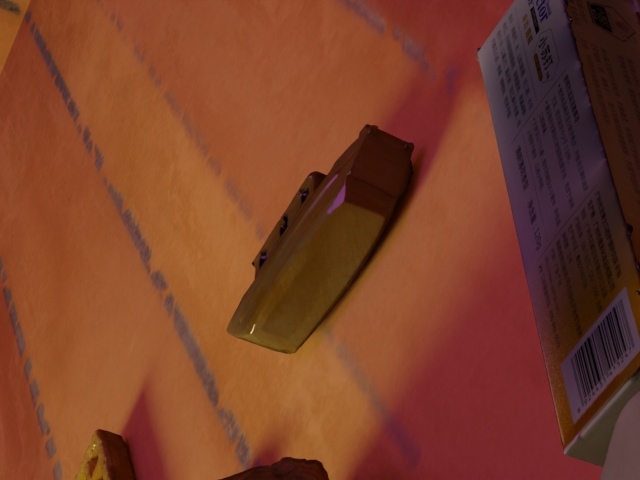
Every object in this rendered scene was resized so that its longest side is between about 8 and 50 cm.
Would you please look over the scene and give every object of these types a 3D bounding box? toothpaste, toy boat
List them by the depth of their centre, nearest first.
[{"bbox_3d":[0.141,-0.024,0.933,0.089,0.071,0.313,-57,25,36],"label":"toothpaste"},{"bbox_3d":[0.000,0.000,1.271,0.200,0.057,0.077,-55,20,33],"label":"toy boat"}]

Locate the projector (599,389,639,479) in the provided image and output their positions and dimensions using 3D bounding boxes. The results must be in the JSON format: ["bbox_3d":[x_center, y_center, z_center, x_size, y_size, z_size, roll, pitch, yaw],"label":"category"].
[{"bbox_3d":[0.170,0.190,0.666,0.257,0.079,0.259,-2,70,67],"label":"projector"}]

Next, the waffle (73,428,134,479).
[{"bbox_3d":[-0.187,0.251,1.532,0.125,0.032,0.191,-61,22,18],"label":"waffle"}]

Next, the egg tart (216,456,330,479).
[{"bbox_3d":[-0.109,0.270,1.050,0.352,0.153,0.339,-60,-2,-1],"label":"egg tart"}]
